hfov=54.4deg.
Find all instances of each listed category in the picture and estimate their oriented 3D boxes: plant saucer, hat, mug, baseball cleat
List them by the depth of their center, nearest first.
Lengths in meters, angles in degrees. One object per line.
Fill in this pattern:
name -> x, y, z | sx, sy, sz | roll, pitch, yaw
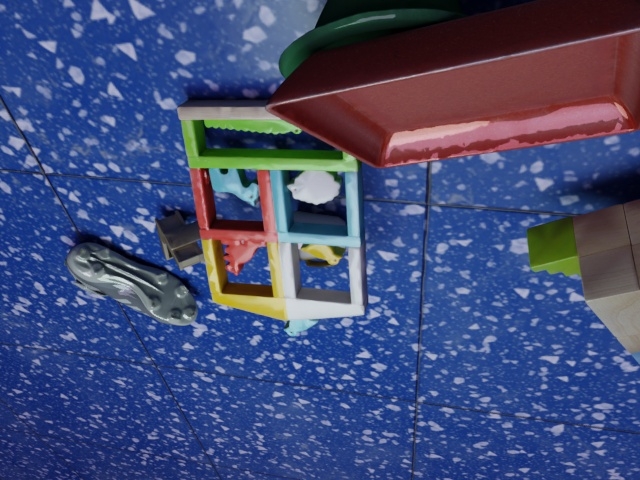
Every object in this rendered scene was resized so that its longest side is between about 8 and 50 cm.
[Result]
hat -> 0.052, -0.231, 0.500 | 0.173, 0.183, 0.208 | -2, 174, -25
plant saucer -> 0.125, -0.118, 0.504 | 0.259, 0.047, 0.259 | -6, 175, 24
mug -> 0.000, -0.004, 0.767 | 0.064, 0.062, 0.078 | -1, 167, 5
baseball cleat -> -0.285, 0.069, 0.941 | 0.206, 0.072, 0.109 | 35, 151, -17

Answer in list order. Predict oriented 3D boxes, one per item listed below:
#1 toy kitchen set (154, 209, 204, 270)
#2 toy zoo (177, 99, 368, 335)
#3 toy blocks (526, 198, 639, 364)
toy kitchen set -> -0.167, 0.009, 0.824 | 0.068, 0.083, 0.075 | -23, 146, -20
toy zoo -> -0.045, -0.013, 0.706 | 0.192, 0.030, 0.293 | 4, 119, 14
toy blocks -> 0.439, 0.038, 0.603 | 0.381, 0.190, 0.261 | -18, 142, 33
